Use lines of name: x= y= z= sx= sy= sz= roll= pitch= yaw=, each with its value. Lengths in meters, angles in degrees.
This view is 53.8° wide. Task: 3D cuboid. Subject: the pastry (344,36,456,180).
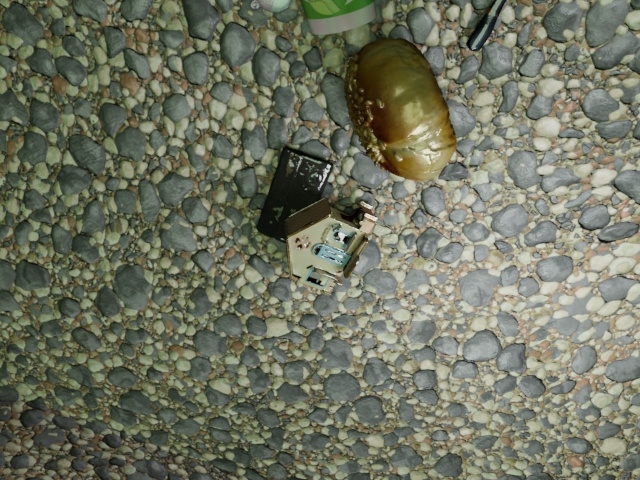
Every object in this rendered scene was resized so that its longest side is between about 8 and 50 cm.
pastry: x=0.207 y=-0.352 z=1.737 sx=0.244 sy=0.410 sz=0.410 roll=-23 pitch=111 yaw=4

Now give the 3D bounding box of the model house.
model house: x=0.000 y=0.000 z=2.004 sx=0.244 sy=0.169 sz=0.326 roll=25 pitch=115 yaw=-18

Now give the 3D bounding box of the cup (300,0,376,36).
cup: x=0.031 y=-0.708 z=1.672 sx=0.252 sy=0.253 sz=0.274 roll=-9 pitch=122 yaw=10

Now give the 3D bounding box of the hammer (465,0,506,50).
hammer: x=0.489 y=-0.661 z=1.742 sx=0.137 sy=0.037 sz=0.290 roll=27 pitch=114 yaw=-7

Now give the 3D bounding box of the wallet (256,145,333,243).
wallet: x=-0.088 y=-0.134 z=2.041 sx=0.170 sy=0.044 sz=0.321 roll=19 pitch=116 yaw=-5

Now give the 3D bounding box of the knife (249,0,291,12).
knife: x=-0.158 y=-0.835 z=1.730 sx=0.132 sy=0.038 sz=0.399 roll=-4 pitch=113 yaw=5
